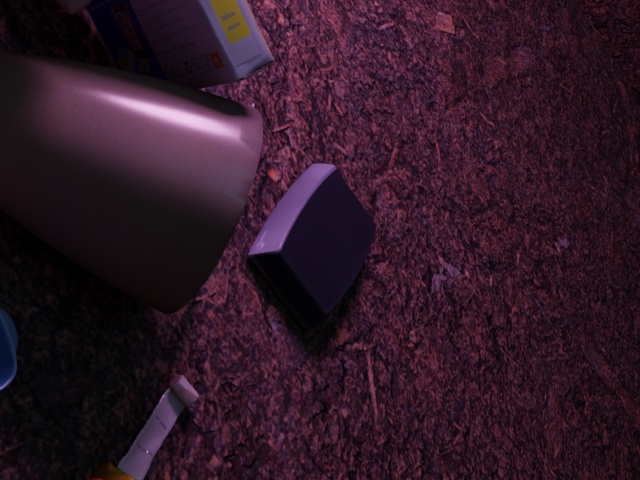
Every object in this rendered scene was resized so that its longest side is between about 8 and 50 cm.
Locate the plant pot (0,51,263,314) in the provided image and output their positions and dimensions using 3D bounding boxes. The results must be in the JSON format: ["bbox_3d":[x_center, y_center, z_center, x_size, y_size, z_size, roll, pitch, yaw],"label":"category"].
[{"bbox_3d":[-0.243,-0.088,0.942,0.274,0.256,0.256,25,53,-23],"label":"plant pot"}]

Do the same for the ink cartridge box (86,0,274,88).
[{"bbox_3d":[-0.210,-0.316,0.995,0.072,0.304,0.307,-32,110,-25],"label":"ink cartridge box"}]

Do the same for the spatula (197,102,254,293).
[{"bbox_3d":[-0.126,-0.037,1.069,0.019,0.242,0.168,12,60,-15],"label":"spatula"}]

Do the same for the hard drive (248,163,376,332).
[{"bbox_3d":[0.000,0.000,1.337,0.172,0.054,0.254,54,39,-19],"label":"hard drive"}]

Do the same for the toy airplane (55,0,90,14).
[{"bbox_3d":[-0.364,-0.422,0.824,0.386,0.272,0.384,46,9,-38],"label":"toy airplane"}]

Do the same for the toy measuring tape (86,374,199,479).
[{"bbox_3d":[-0.189,0.262,0.924,0.121,0.121,0.330,54,39,-20],"label":"toy measuring tape"}]

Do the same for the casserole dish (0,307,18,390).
[{"bbox_3d":[-0.376,0.113,0.823,0.188,0.037,0.114,-22,91,-54],"label":"casserole dish"}]
